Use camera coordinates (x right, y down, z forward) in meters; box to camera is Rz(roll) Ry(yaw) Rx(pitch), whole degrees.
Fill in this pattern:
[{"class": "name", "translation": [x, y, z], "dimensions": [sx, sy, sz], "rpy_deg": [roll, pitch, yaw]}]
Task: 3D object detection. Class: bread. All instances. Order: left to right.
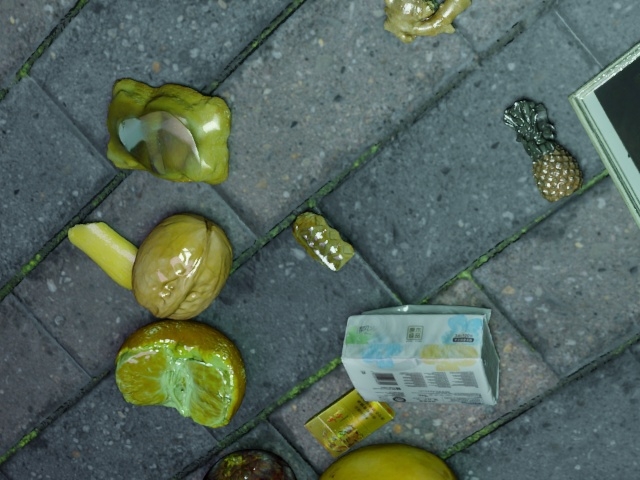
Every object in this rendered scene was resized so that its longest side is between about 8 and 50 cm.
[{"class": "bread", "translation": [-0.260, -0.175, 1.657], "dimensions": [0.233, 0.088, 0.160], "rpy_deg": [9, 118, 17]}, {"class": "bread", "translation": [0.000, 0.000, 1.656], "dimensions": [0.110, 0.060, 0.066], "rpy_deg": [44, 147, -4]}]

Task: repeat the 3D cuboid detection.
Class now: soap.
[{"class": "soap", "translation": [-0.379, 0.021, 1.812], "dimensions": [0.168, 0.033, 0.089], "rpy_deg": [43, 117, -2]}]

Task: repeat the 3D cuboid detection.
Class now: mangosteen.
[{"class": "mangosteen", "translation": [-0.124, 0.497, 1.845], "dimensions": [0.192, 0.192, 0.217], "rpy_deg": [-5, 121, 21]}]

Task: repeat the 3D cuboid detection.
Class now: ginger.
[{"class": "ginger", "translation": [0.129, -0.381, 1.449], "dimensions": [0.193, 0.052, 0.176], "rpy_deg": [30, 113, 4]}]

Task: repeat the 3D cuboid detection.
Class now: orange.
[{"class": "orange", "translation": [-0.240, 0.231, 1.782], "dimensions": [0.237, 0.158, 0.179], "rpy_deg": [12, 122, 11]}]

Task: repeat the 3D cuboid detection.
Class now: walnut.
[{"class": "walnut", "translation": [-0.238, 0.048, 1.709], "dimensions": [0.159, 0.159, 0.206], "rpy_deg": [37, 114, 1]}]

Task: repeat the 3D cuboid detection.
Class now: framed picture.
[{"class": "framed picture", "translation": [0.479, -0.151, 1.338], "dimensions": [0.231, 0.018, 0.293], "rpy_deg": [-39, 57, 31]}]

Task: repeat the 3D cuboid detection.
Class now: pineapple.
[{"class": "pineapple", "translation": [0.328, -0.137, 1.480], "dimensions": [0.074, 0.074, 0.159], "rpy_deg": [-28, 94, 27]}]

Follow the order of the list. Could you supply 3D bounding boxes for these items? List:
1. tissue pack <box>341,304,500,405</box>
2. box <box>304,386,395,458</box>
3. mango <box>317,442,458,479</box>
[{"class": "tissue pack", "translation": [0.171, 0.175, 1.643], "dimensions": [0.229, 0.145, 0.159], "rpy_deg": [-2, 144, 21]}, {"class": "box", "translation": [0.051, 0.324, 1.798], "dimensions": [0.156, 0.022, 0.089], "rpy_deg": [-39, 95, 29]}, {"class": "mango", "translation": [0.093, 0.541, 1.766], "dimensions": [0.300, 0.232, 0.445], "rpy_deg": [31, 125, -2]}]
